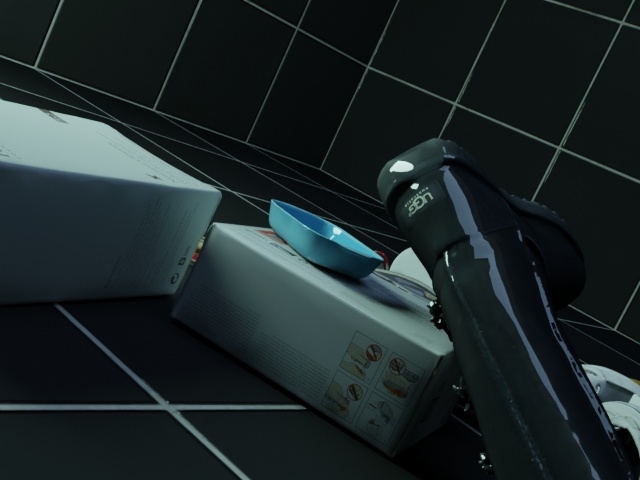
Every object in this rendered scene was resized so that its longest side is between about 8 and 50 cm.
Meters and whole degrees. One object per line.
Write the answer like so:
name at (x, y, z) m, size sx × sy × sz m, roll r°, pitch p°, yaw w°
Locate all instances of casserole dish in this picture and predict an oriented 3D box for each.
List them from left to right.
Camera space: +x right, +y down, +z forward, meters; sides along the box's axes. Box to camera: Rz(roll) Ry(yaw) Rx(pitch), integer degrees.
casserole dish at (0.000, 0.000, 1.073) m, size 0.114 × 0.037 × 0.188 m, roll 21°, pitch 8°, yaw -30°

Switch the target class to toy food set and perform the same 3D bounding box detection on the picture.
toy food set at (-0.190, 0.022, 1.351) m, size 0.078 × 0.019 × 0.122 m, roll 22°, pitch 17°, yaw -20°

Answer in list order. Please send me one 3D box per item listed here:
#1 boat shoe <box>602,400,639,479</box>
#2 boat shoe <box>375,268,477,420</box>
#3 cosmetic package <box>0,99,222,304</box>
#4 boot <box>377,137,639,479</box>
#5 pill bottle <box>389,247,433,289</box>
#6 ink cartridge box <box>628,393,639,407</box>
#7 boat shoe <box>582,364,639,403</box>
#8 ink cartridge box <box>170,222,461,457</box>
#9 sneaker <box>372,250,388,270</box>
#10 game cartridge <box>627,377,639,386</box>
boat shoe at (0.421, 0.290, 1.232) m, size 0.088 × 0.096 × 0.267 m, roll 22°, pitch 14°, yaw -8°
boat shoe at (0.152, 0.143, 1.207) m, size 0.355 × 0.132 × 0.130 m, roll 25°, pitch 8°, yaw 6°
cosmetic package at (-0.309, -0.046, 0.959) m, size 0.217 × 0.156 × 0.385 m, roll 30°, pitch 9°, yaw 20°
boot at (0.242, 0.142, 0.900) m, size 0.367 × 0.146 × 0.445 m, roll 26°, pitch 31°, yaw -41°
pill bottle at (0.252, 0.087, 1.716) m, size 0.162 × 0.162 × 0.278 m, roll 30°, pitch 10°, yaw 31°
ink cartridge box at (0.492, 0.305, 1.270) m, size 0.060 × 0.104 × 0.180 m, roll 24°, pitch 9°, yaw -9°
boat shoe at (0.404, 0.247, 1.426) m, size 0.277 × 0.098 × 0.096 m, roll 16°, pitch 9°, yaw 1°
ink cartridge box at (0.028, 0.106, 1.074) m, size 0.309 × 0.130 × 0.272 m, roll 29°, pitch 10°, yaw 22°
sneaker at (0.007, 0.058, 1.579) m, size 0.221 × 0.087 × 0.128 m, roll 5°, pitch -6°, yaw -42°
game cartridge at (0.704, 0.355, 1.745) m, size 0.324 × 0.052 × 0.285 m, roll 14°, pitch 14°, yaw -48°
